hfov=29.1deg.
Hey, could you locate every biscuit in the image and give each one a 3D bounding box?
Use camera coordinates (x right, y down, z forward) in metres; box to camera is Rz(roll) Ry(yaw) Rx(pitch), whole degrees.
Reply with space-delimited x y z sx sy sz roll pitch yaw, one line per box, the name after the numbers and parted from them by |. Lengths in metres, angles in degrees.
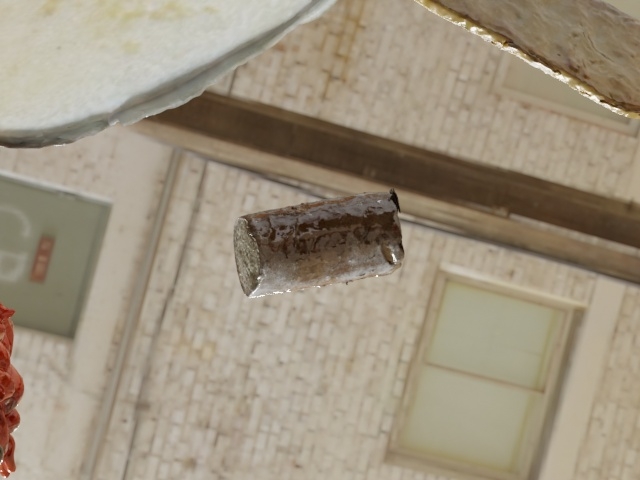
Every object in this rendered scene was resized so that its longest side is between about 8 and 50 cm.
0.151 -0.167 0.906 0.029 0.247 0.118 -59 -178 46 | biscuit

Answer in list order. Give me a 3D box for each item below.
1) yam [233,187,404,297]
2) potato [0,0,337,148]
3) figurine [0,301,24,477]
0.000 0.002 1.057 0.079 0.141 0.079 172 -90 -74 | yam
-0.101 -0.201 0.539 0.299 0.247 0.196 -49 -125 36 | potato
-0.379 0.185 1.167 0.411 0.241 0.306 -126 -160 -49 | figurine
